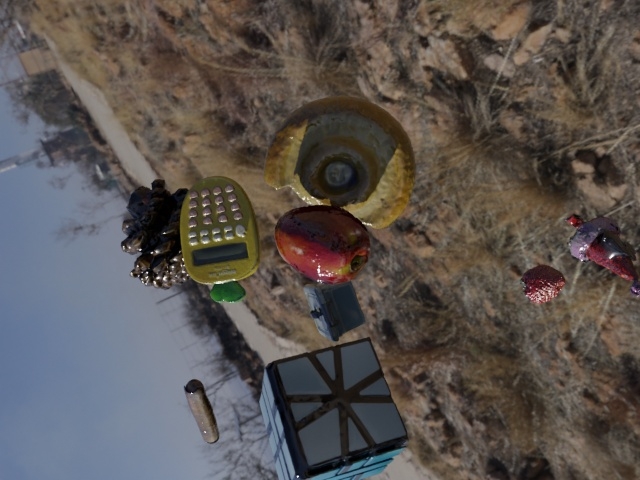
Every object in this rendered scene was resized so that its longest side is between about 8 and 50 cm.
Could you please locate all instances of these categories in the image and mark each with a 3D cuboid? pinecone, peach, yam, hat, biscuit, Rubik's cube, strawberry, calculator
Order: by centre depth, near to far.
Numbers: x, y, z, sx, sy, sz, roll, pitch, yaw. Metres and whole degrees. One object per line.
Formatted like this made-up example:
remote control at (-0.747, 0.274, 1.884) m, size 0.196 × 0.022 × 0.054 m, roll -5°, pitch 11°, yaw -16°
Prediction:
peach at (0.002, -0.005, 0.969) m, size 0.172 × 0.127 × 0.092 m, roll 26°, pitch 136°, yaw 14°
biscuit at (0.044, -0.149, 1.050) m, size 0.091 × 0.274 × 0.213 m, roll -81°, pitch 8°, yaw -77°
calculator at (-0.182, -0.001, 1.067) m, size 0.032 × 0.146 × 0.234 m, roll 17°, pitch -115°, yaw -81°
yam at (-0.258, 0.376, 1.284) m, size 0.046 × 0.046 × 0.264 m, roll 55°, pitch 158°, yaw 36°
pinecone at (-0.341, -0.008, 1.344) m, size 0.257 × 0.243 × 0.243 m, roll 44°, pitch 155°, yaw 39°
hat at (0.689, 0.037, 1.384) m, size 0.140 × 0.129 × 0.227 m, roll 46°, pitch -167°, yaw -46°
Rubik's cube at (0.019, 0.447, 1.465) m, size 0.283 × 0.288 × 0.293 m, roll 105°, pitch 148°, yaw -52°
strawberry at (0.784, 0.149, 2.067) m, size 0.131 × 0.148 × 0.131 m, roll 46°, pitch -154°, yaw -30°

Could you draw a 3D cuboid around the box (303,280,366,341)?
box at (0.033, 0.191, 1.675) m, size 0.227 × 0.130 × 0.162 m, roll 166°, pitch 84°, yaw -80°
